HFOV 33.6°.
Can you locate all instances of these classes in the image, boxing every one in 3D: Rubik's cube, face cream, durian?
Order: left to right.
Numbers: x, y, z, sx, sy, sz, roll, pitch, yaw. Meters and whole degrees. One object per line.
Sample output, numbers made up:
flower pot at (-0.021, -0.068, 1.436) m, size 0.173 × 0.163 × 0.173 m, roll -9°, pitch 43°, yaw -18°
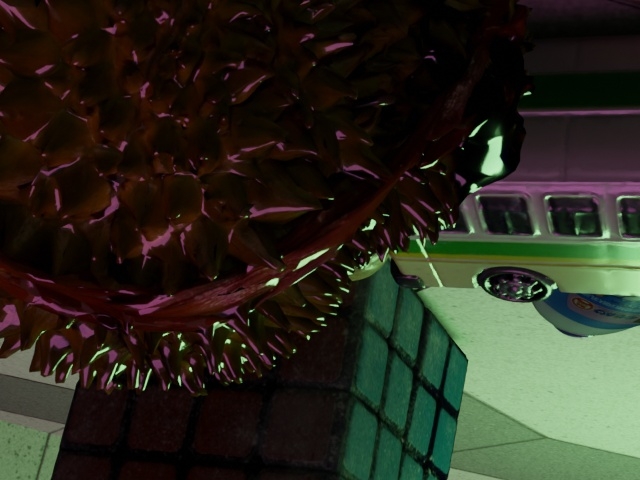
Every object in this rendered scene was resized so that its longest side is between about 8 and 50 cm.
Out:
durian at (-0.060, -0.091, 0.526) m, size 0.348 × 0.347 × 0.384 m, roll 5°, pitch 140°, yaw 15°
Rubik's cube at (-0.055, 0.215, 1.214) m, size 0.344 × 0.344 × 0.337 m, roll 1°, pitch 156°, yaw 27°
face cream at (0.264, 0.022, 0.938) m, size 0.149 × 0.083 × 0.264 m, roll 15°, pitch 158°, yaw -2°

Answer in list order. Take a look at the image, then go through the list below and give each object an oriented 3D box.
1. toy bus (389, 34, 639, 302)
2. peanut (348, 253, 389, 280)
toy bus at (0.185, -0.051, 0.726) m, size 0.306 × 0.143 × 0.179 m, roll 2°, pitch 153°, yaw 23°
peanut at (0.000, 0.000, 1.000) m, size 0.100 × 0.099 × 0.214 m, roll 29°, pitch 150°, yaw -36°
